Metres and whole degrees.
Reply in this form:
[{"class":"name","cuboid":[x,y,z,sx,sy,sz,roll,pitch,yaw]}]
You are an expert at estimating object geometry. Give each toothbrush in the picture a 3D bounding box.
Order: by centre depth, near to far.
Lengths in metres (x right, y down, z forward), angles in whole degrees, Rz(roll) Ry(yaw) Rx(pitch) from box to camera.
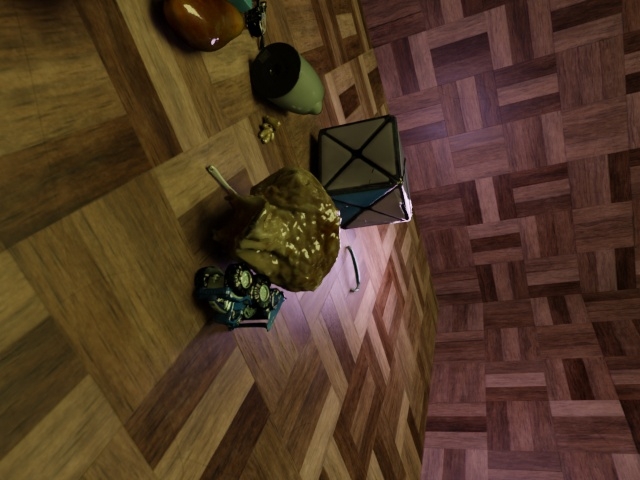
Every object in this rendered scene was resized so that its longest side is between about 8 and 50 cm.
[{"class":"toothbrush","cuboid":[-0.219,-0.120,1.125,0.204,0.017,0.022,53,16,-48]}]

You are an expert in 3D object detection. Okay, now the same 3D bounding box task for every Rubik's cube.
[{"class":"Rubik's cube","cuboid":[0.165,-0.239,1.689,0.307,0.306,0.309,53,32,-60]}]

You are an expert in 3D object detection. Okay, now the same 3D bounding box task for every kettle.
[{"class":"kettle","cuboid":[-0.101,-0.503,1.398,0.221,0.161,0.236,53,17,15]}]

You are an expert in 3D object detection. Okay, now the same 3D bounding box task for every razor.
[{"class":"razor","cuboid":[0.137,0.113,1.835,0.068,0.037,0.191,1,80,-65]}]

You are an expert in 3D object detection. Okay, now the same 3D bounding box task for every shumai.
[{"class":"shumai","cuboid":[-0.101,0.000,1.032,0.262,0.267,0.313,-34,110,-65]}]

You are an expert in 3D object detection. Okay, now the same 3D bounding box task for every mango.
[{"class":"mango","cuboid":[-0.265,-0.505,1.042,0.133,0.111,0.267,60,28,-8]}]

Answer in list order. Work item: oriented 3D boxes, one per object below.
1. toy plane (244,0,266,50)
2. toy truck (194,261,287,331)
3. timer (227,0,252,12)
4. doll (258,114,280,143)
[{"class":"toy plane","cuboid":[-0.190,-0.689,1.375,0.078,0.054,0.196,33,52,-71]},{"class":"toy truck","cuboid":[-0.174,0.135,1.001,0.208,0.113,0.126,39,51,-53]},{"class":"timer","cuboid":[-0.253,-0.759,1.205,0.250,0.092,0.231,-39,116,-68]},{"class":"doll","cuboid":[-0.156,-0.327,1.341,0.093,0.051,0.061,-52,136,-22]}]
